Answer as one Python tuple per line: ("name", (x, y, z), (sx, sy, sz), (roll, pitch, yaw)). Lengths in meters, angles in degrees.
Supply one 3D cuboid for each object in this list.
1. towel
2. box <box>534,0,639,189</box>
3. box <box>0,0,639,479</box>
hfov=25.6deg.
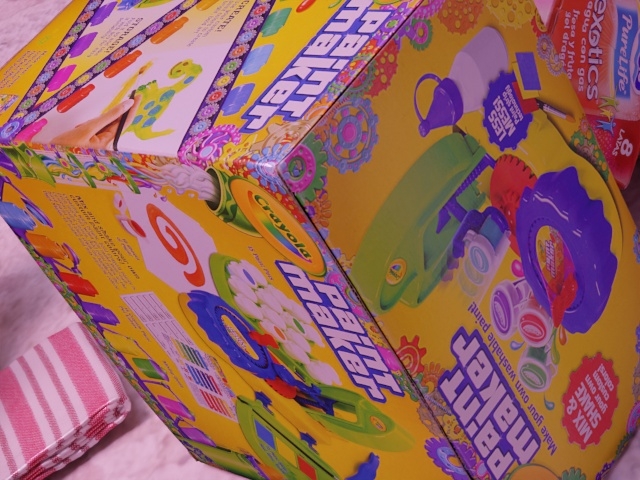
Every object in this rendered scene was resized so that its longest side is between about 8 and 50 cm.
("towel", (-0.231, 0.146, 1.013), (0.197, 0.029, 0.144), (-36, 31, -6))
("box", (0.071, -0.118, 0.874), (0.257, 0.128, 0.122), (11, 80, 43))
("box", (0.000, 0.000, 0.767), (0.279, 0.290, 0.177), (10, 51, 45))
